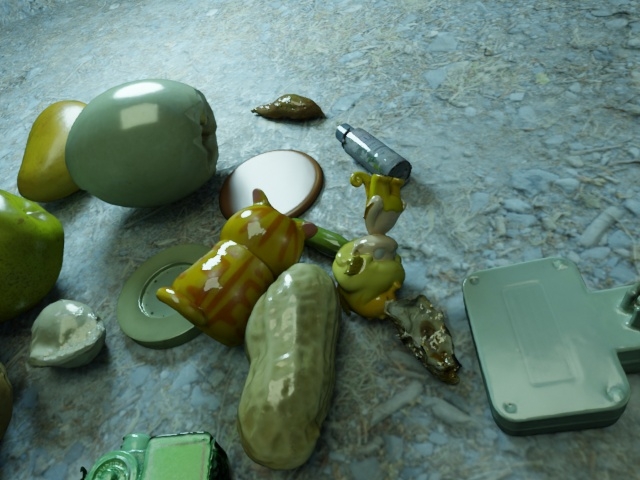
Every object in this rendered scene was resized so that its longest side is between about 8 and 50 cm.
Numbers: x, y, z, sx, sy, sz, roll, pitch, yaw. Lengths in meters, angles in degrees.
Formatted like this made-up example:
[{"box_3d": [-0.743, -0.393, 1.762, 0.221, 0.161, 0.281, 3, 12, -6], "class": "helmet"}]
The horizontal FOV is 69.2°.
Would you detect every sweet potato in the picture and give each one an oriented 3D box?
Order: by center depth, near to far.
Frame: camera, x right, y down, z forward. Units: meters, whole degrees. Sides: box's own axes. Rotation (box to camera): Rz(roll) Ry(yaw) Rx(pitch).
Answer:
[{"box_3d": [-0.094, -0.348, 1.203, 0.226, 0.068, 0.068, 9, 55, 24], "class": "sweet potato"}]

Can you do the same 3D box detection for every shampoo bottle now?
[{"box_3d": [0.107, -0.192, 1.009, 0.072, 0.072, 0.214, -34, 49, -11], "class": "shampoo bottle"}]

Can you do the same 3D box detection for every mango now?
[{"box_3d": [-0.679, -0.236, 1.231, 0.211, 0.173, 0.317, -2, 58, 16], "class": "mango"}]

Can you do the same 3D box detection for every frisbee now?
[{"box_3d": [-0.116, -0.124, 1.058, 0.251, 0.021, 0.251, -8, 50, 10], "class": "frisbee"}]

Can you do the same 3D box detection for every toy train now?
[{"box_3d": [-0.220, 0.379, 0.613, 0.188, 0.132, 0.243, -5, 50, 3], "class": "toy train"}]

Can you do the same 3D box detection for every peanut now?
[{"box_3d": [-0.046, 0.179, 0.705, 0.152, 0.152, 0.313, -4, 55, 14], "class": "peanut"}]

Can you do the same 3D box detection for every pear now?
[{"box_3d": [-0.685, 0.039, 0.945, 0.294, 0.294, 0.294, -9, 50, 11], "class": "pear"}]

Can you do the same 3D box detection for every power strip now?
[{"box_3d": [0.346, 0.124, 0.635, 0.261, 0.141, 0.229, -12, 50, 12], "class": "power strip"}]

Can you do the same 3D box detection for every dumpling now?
[{"box_3d": [-0.478, 0.182, 0.865, 0.199, 0.118, 0.136, 6, 49, 49], "class": "dumpling"}]

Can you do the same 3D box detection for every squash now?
[{"box_3d": [0.000, 0.000, 0.901, 0.183, 0.052, 0.052, 26, 63, 29], "class": "squash"}]

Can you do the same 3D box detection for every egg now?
[{"box_3d": [-0.403, -0.212, 1.049, 0.336, 0.278, 0.278, -12, 50, 5], "class": "egg"}]

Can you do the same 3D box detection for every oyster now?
[{"box_3d": [0.160, 0.154, 0.714, 0.103, 0.051, 0.148, -3, 49, -32], "class": "oyster"}]

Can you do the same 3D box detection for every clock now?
[{"box_3d": [-0.292, 0.104, 0.924, 0.235, 0.029, 0.235, -9, 48, 10], "class": "clock"}]

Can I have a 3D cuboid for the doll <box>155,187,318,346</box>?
[{"box_3d": [-0.142, 0.055, 0.816, 0.166, 0.162, 0.269, 37, 60, -6], "class": "doll"}]

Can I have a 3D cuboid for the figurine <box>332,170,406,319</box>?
[{"box_3d": [0.086, 0.014, 0.773, 0.131, 0.156, 0.246, 17, 98, 42], "class": "figurine"}]

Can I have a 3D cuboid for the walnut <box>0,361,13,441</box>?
[{"box_3d": [-0.659, 0.289, 0.735, 0.313, 0.277, 0.252, -26, 80, -10], "class": "walnut"}]
